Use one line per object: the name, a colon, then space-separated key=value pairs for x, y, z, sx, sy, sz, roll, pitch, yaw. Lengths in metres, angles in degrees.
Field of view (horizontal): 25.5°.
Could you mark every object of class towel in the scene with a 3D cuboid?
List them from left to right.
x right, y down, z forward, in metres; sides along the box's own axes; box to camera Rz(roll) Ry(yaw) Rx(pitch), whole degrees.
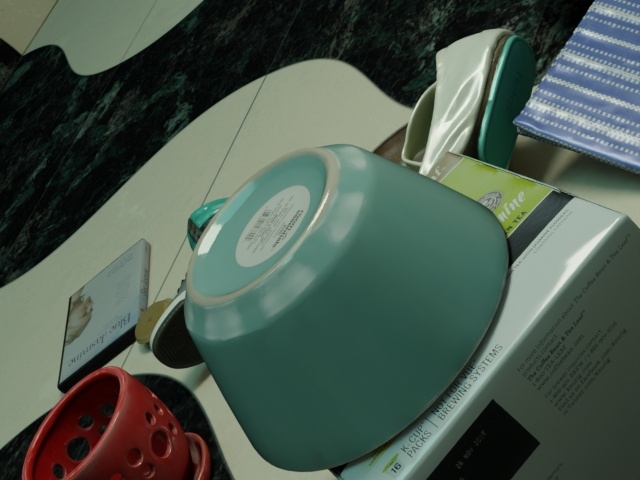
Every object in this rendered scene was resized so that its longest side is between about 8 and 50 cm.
towel: x=0.399 y=-0.218 z=1.597 sx=0.243 sy=0.040 sz=0.336 roll=25 pitch=73 yaw=39

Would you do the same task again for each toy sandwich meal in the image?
toy sandwich meal: x=-0.245 y=0.124 z=2.136 sx=0.085 sy=0.029 sz=0.086 roll=-35 pitch=33 yaw=27

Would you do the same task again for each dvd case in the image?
dvd case: x=-0.350 y=0.119 z=2.299 sx=0.180 sy=0.022 sz=0.253 roll=-37 pitch=28 yaw=18

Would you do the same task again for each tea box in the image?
tea box: x=0.153 y=0.126 z=1.345 sx=0.329 sy=0.220 sz=0.323 roll=-49 pitch=28 yaw=-5

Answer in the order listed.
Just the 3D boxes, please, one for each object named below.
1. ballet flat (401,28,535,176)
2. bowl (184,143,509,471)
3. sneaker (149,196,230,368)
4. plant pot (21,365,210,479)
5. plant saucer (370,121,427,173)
ballet flat: x=0.146 y=-0.065 z=1.635 sx=0.139 sy=0.139 sz=0.400 roll=-12 pitch=54 yaw=49
bowl: x=-0.004 y=0.035 z=1.273 sx=0.311 sy=0.163 sz=0.312 roll=-35 pitch=29 yaw=23
sneaker: x=-0.153 y=0.043 z=2.001 sx=0.295 sy=0.124 sz=0.178 roll=-45 pitch=31 yaw=-14
plant pot: x=-0.249 y=0.280 z=1.763 sx=0.191 sy=0.174 sz=0.191 roll=-34 pitch=30 yaw=22
plant saucer: x=0.123 y=-0.051 z=1.819 sx=0.310 sy=0.050 sz=0.311 roll=-35 pitch=30 yaw=23
